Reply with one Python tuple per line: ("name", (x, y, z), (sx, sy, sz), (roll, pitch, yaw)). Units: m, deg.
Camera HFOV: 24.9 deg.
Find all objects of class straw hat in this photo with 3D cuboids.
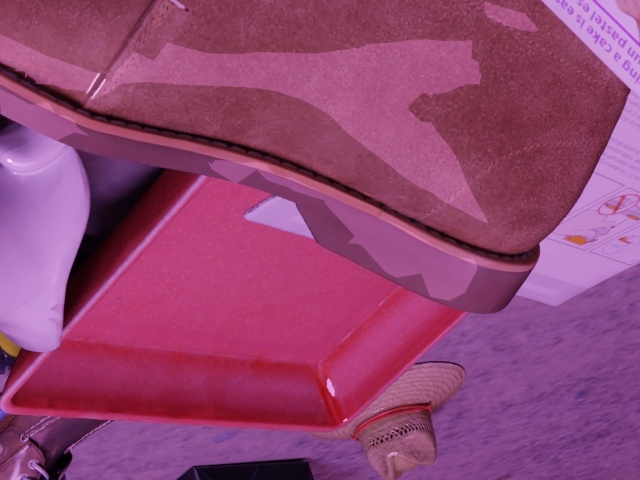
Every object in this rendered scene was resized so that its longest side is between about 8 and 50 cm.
("straw hat", (0.060, 0.152, 1.120), (0.144, 0.061, 0.144), (-15, 156, -7))

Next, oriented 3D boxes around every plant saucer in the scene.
("plant saucer", (0.000, 0.000, 0.734), (0.258, 0.048, 0.259), (12, 131, -48))

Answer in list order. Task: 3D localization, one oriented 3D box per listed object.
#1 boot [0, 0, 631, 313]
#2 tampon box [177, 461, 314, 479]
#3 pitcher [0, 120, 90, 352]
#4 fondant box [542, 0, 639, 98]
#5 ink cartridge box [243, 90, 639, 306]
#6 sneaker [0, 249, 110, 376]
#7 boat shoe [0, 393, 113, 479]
("boot", (-0.031, -0.082, 0.479), (0.305, 0.112, 0.115), (21, 120, -24))
("tampon box", (-0.084, 0.262, 1.197), (0.120, 0.101, 0.161), (3, 148, -38))
("pitcher", (-0.182, -0.015, 0.555), (0.207, 0.125, 0.178), (-9, 135, -45))
("fondant box", (0.199, -0.192, 0.355), (0.238, 0.096, 0.330), (-36, 163, -28))
("ink cartridge box", (0.133, -0.059, 0.663), (0.239, 0.060, 0.275), (-28, 153, 32))
("sneaker", (-0.200, 0.038, 0.714), (0.209, 0.069, 0.082), (-12, -168, -38))
("boat shoe", (-0.189, 0.137, 0.904), (0.183, 0.066, 0.066), (-27, 155, 18))
